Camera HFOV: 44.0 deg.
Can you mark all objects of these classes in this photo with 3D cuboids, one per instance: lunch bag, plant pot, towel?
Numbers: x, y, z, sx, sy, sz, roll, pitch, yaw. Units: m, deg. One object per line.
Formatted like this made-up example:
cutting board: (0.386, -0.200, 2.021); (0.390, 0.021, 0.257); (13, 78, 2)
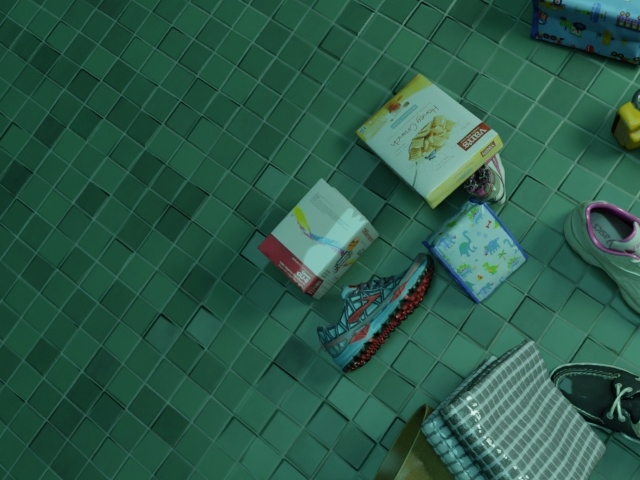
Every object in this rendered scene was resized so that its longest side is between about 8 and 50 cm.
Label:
lunch bag: (0.544, -0.500, 1.457); (0.220, 0.138, 0.293); (22, 75, 20)
plant pot: (0.219, 0.435, 1.286); (0.254, 0.237, 0.237); (31, 87, 6)
lunch bag: (0.280, 0.020, 1.417); (0.129, 0.096, 0.151); (-43, 101, 2)
towel: (0.312, 0.303, 1.237); (0.235, 0.283, 0.121); (50, 128, 11)

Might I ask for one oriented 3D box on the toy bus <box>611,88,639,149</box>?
toy bus: (0.682, -0.248, 1.368); (0.332, 0.108, 0.130); (-29, 74, 6)

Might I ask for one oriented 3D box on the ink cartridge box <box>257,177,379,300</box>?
ink cartridge box: (0.000, 0.000, 1.470); (0.127, 0.128, 0.176); (42, 91, 18)

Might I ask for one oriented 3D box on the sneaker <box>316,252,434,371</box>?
sneaker: (0.094, 0.109, 1.437); (0.125, 0.104, 0.262); (42, 90, 20)

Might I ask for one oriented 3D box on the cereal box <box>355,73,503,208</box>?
cereal box: (0.195, -0.188, 1.462); (0.173, 0.047, 0.240); (-42, 49, 1)

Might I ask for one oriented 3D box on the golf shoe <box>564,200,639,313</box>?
golf shoe: (0.540, 0.043, 1.323); (0.306, 0.140, 0.115); (40, 88, 17)

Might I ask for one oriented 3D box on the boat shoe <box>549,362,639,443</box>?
boat shoe: (0.524, 0.273, 1.299); (0.302, 0.091, 0.114); (13, 83, 17)

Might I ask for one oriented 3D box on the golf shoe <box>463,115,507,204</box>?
golf shoe: (0.298, -0.145, 1.466); (0.067, 0.086, 0.186); (-29, 51, 36)
